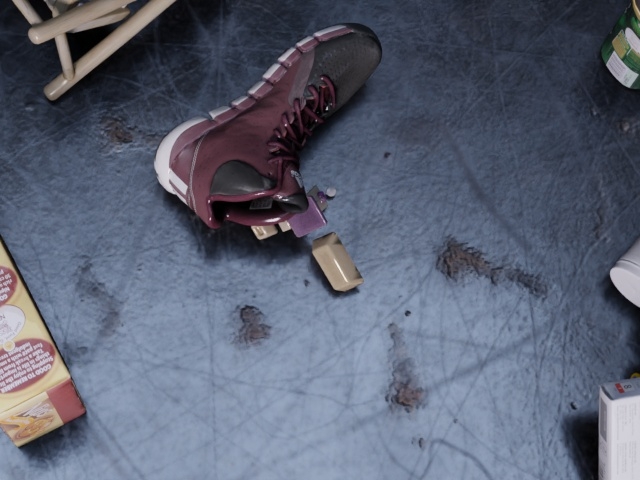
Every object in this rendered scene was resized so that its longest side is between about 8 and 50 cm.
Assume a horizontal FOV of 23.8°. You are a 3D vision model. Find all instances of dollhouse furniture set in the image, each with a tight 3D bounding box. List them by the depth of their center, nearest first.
[{"bbox_3d":[0.000,0.000,1.643,0.114,0.091,0.081,59,35,-10],"label":"dollhouse furniture set"}]

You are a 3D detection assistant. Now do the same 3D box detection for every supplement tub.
[{"bbox_3d":[0.370,0.017,1.632,0.071,0.071,0.107,41,74,8],"label":"supplement tub"}]

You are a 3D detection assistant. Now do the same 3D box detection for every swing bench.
[{"bbox_3d":[-0.265,-0.340,1.645,0.255,0.165,0.253,-35,78,-13],"label":"swing bench"}]

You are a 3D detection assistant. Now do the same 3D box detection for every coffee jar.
[{"bbox_3d":[0.372,-0.239,1.648,0.096,0.184,0.079,-32,78,-13],"label":"coffee jar"}]

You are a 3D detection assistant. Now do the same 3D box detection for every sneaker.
[{"bbox_3d":[-0.024,-0.102,1.596,0.281,0.106,0.162,-36,49,-4],"label":"sneaker"}]

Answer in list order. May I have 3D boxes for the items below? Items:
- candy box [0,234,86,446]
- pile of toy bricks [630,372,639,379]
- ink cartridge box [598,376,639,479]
[{"bbox_3d":[-0.346,0.038,1.516,0.087,0.183,0.316,-27,77,-11],"label":"candy box"},{"bbox_3d":[0.414,0.093,1.563,0.118,0.105,0.212,29,83,-27],"label":"pile of toy bricks"},{"bbox_3d":[0.374,0.201,1.551,0.179,0.045,0.145,-9,115,-10],"label":"ink cartridge box"}]
